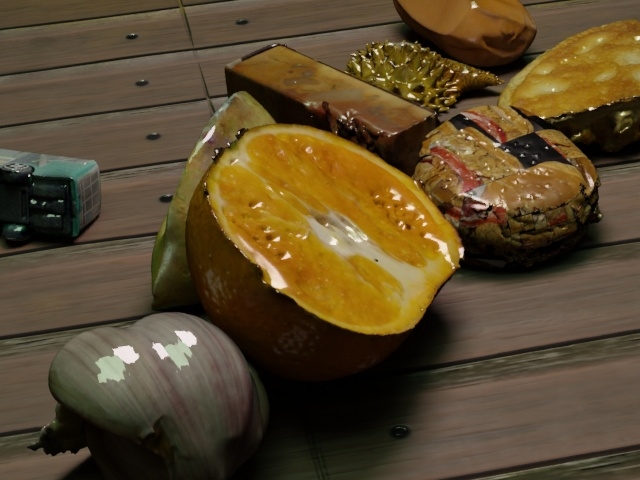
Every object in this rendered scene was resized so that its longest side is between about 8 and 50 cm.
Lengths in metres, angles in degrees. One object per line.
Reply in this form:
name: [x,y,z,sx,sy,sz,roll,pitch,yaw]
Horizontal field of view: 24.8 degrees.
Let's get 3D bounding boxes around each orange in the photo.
orange: [0.002,0.003,1.414,0.274,0.274,0.310,15,57,27]

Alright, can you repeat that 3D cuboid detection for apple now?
apple: [-0.088,-0.052,1.583,0.120,0.193,0.265,15,33,11]

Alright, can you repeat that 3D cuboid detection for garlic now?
garlic: [-0.164,0.188,1.268,0.207,0.207,0.257,7,68,17]

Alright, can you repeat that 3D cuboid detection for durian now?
durian: [0.132,-0.221,1.923,0.224,0.078,0.140,-5,32,0]

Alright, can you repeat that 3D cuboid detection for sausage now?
sausage: [0.197,-0.321,2.039,0.136,0.120,0.241,15,19,-40]

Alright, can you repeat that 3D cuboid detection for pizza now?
pizza: [0.324,-0.193,1.854,0.257,0.087,0.268,-11,31,-3]

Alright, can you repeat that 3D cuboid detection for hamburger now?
hamburger: [0.199,-0.058,1.635,0.231,0.107,0.231,3,36,-2]

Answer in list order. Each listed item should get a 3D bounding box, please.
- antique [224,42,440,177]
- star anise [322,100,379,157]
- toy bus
antique: [0.013,-0.156,1.824,0.093,0.087,0.310,-29,40,-32]
star anise: [0.026,-0.089,1.690,0.097,0.070,0.191,-41,39,23]
toy bus: [-0.391,-0.063,1.723,0.261,0.091,0.109,10,24,18]
